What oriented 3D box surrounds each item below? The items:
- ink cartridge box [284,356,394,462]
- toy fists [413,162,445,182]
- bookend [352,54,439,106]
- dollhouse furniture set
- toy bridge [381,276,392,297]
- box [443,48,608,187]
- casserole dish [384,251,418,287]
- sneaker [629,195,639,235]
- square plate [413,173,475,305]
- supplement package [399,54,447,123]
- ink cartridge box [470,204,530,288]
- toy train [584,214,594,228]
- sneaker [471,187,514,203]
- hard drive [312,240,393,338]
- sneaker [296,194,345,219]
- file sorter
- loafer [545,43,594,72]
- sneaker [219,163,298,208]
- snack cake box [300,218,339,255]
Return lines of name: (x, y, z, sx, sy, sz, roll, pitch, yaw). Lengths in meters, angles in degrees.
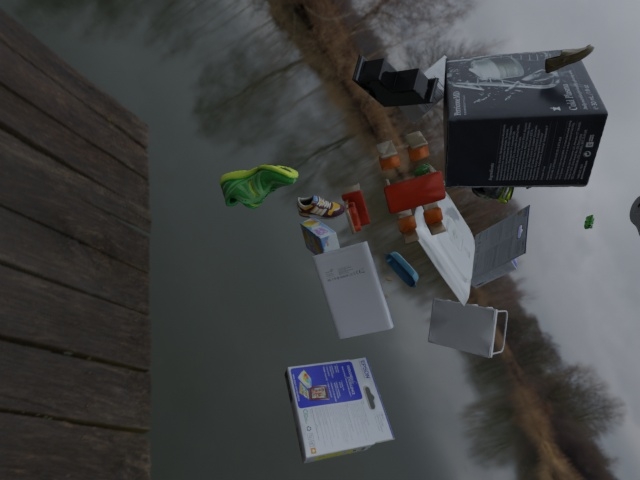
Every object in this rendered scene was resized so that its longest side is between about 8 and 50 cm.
ink cartridge box: (0.056, 0.562, 1.560, 0.307, 0.072, 0.304, 0, 48, -21)
toy fists: (0.516, -0.292, 2.163, 0.142, 0.096, 0.279, 41, 14, 10)
bookend: (0.194, -0.417, 1.188, 0.157, 0.156, 0.073, 21, 83, -45)
dollhouse furniture set: (0.192, -0.109, 1.187, 0.135, 0.258, 0.262, -93, 165, -60)
toy bridge: (0.306, 0.272, 2.285, 0.026, 0.063, 0.188, 70, 35, -82)
box: (0.691, -0.444, 1.665, 0.480, 0.471, 0.298, -77, 161, -44)
casserole dish: (0.343, 0.116, 1.920, 0.188, 0.037, 0.114, 47, -16, 14)
sneaker: (1.101, -0.057, 1.504, 0.121, 0.079, 0.217, 22, 44, 6)
square plate: (0.432, -0.017, 1.544, 0.344, 0.049, 0.347, 51, 39, -20)
supplement package: (0.460, -0.639, 1.958, 0.134, 0.244, 0.139, 49, -12, -3)
ink cartridge box: (0.836, 0.031, 2.115, 0.071, 0.330, 0.324, 38, 49, -13)
toy train: (0.815, -0.056, 1.394, 0.083, 0.023, 0.017, -40, 111, -48)
sneaker: (0.686, -0.228, 1.902, 0.121, 0.111, 0.300, 20, 6, -5)
hard drive: (0.116, 0.182, 1.652, 0.040, 0.210, 0.319, -30, 103, -68)
sneaker: (0.001, -0.130, 1.745, 0.084, 0.185, 0.070, 80, 11, -49)
file sorter: (0.634, 0.363, 1.962, 0.173, 0.277, 0.193, 8, 89, -48)
loafer: (0.791, -0.588, 1.469, 0.050, 0.148, 0.056, 60, 34, -14)
sneaker: (-0.181, -0.159, 1.390, 0.109, 0.295, 0.124, -3, 88, -53)
snack cake box: (0.000, 0.000, 2.293, 0.264, 0.089, 0.152, 37, -36, 59)
